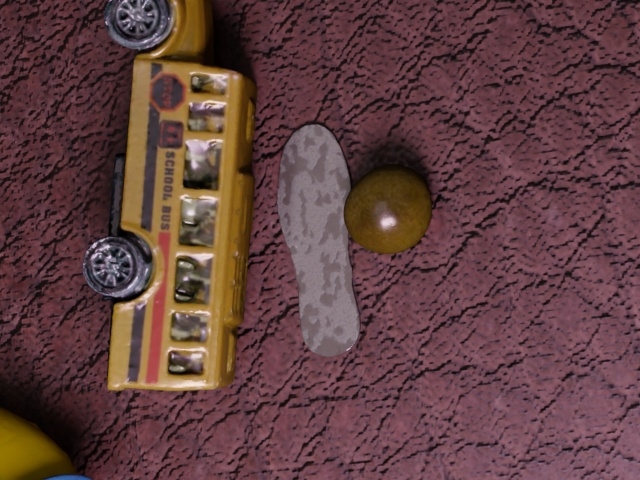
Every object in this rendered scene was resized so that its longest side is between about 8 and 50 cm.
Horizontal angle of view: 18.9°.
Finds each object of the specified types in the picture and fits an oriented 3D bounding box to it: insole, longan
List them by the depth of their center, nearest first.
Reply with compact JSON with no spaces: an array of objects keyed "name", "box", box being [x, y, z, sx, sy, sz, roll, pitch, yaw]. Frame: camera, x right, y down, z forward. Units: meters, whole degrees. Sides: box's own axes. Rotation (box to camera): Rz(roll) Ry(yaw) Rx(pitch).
[{"name":"longan","box":[0.053,-0.028,1.549,0.075,0.075,0.083,-43,36,10]},{"name":"insole","box":[0.000,0.000,1.589,0.065,0.006,0.193,-9,85,15]}]

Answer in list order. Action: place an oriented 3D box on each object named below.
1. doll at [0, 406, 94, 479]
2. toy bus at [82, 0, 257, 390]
[{"name":"doll","box":[-0.317,0.192,1.586,0.363,0.145,0.199,6,65,30]},{"name":"toy bus","box":[-0.116,-0.044,1.568,0.123,0.121,0.335,5,89,7]}]
